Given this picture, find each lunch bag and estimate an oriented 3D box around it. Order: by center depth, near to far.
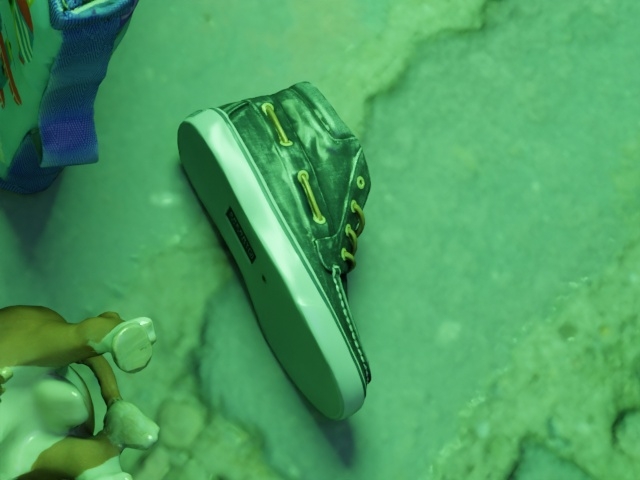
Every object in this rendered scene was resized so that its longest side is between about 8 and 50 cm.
[{"bbox_3d":[-0.133,-0.172,0.898,0.138,0.221,0.293,-2,72,-20],"label":"lunch bag"}]

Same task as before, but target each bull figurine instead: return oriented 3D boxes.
[{"bbox_3d":[-0.204,0.123,0.800,0.310,0.188,0.101,-39,115,-32],"label":"bull figurine"}]

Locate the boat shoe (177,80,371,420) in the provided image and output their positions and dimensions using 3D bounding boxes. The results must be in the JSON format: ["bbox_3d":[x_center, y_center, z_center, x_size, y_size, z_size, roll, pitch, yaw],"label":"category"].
[{"bbox_3d":[0.000,0.000,0.971,0.083,0.065,0.183,-22,79,-24],"label":"boat shoe"}]

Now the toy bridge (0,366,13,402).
[{"bbox_3d":[-0.205,0.056,0.783,0.063,0.188,0.026,-45,126,-50],"label":"toy bridge"}]
